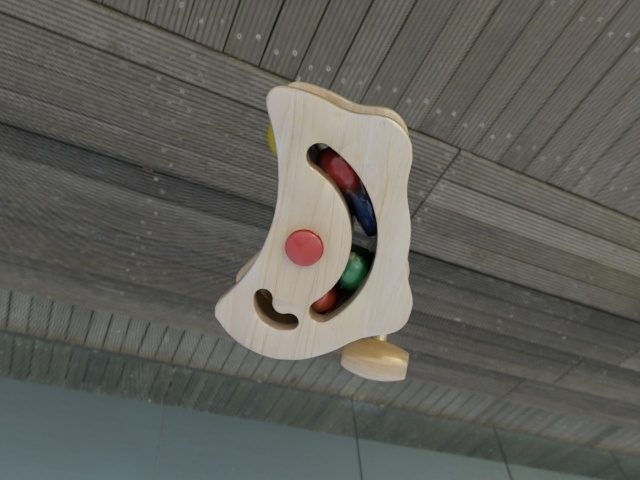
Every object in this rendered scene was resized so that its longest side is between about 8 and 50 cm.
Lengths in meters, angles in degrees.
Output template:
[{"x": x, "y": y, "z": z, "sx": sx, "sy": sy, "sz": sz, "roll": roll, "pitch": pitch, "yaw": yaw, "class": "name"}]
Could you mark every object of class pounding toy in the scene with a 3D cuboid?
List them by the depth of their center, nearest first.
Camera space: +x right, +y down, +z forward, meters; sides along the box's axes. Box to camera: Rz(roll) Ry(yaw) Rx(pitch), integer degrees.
[{"x": 0.000, "y": 0.000, "z": 0.459, "sx": 0.154, "sy": 0.155, "sz": 0.269, "roll": 0, "pitch": 109, "yaw": 7, "class": "pounding toy"}]
